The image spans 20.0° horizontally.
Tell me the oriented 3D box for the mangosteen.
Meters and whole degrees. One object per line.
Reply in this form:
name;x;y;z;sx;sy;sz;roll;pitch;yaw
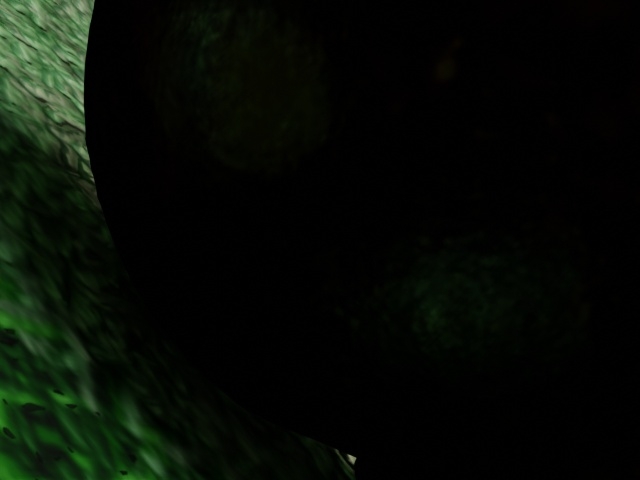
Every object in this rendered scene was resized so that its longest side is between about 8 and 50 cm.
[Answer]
mangosteen;0.069;-0.038;0.616;0.311;0.311;0.311;45;9;-9
